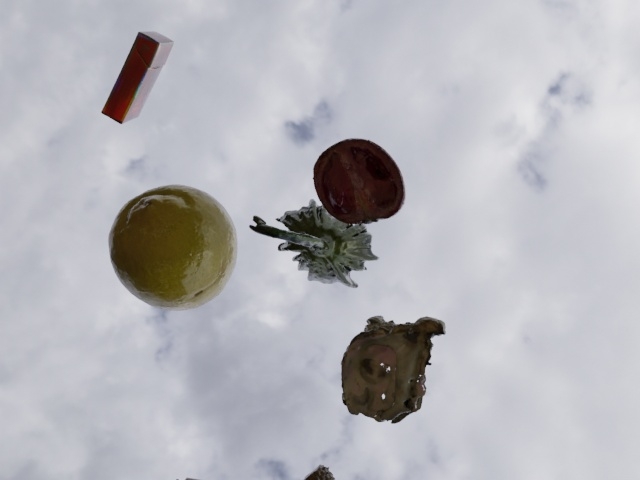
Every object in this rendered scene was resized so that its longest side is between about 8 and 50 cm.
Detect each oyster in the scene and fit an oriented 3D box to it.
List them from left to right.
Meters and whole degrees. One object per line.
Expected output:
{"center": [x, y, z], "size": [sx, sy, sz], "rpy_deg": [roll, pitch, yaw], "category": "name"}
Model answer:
{"center": [0.117, 0.187, 0.997], "size": [0.191, 0.081, 0.163], "rpy_deg": [-32, -108, 23], "category": "oyster"}

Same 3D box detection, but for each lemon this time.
{"center": [-0.375, 0.023, 1.681], "size": [0.348, 0.348, 0.348], "rpy_deg": [-5, -102, 27], "category": "lemon"}

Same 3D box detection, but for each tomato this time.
{"center": [0.087, -0.123, 1.289], "size": [0.189, 0.099, 0.173], "rpy_deg": [-10, -77, 29], "category": "tomato"}

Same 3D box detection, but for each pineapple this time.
{"center": [0.028, 0.572, 1.419], "size": [0.074, 0.074, 0.159], "rpy_deg": [-43, -103, 15], "category": "pineapple"}

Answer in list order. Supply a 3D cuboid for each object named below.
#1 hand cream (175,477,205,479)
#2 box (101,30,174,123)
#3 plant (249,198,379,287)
{"center": [-0.217, 0.560, 1.422], "size": [0.210, 0.043, 0.067], "rpy_deg": [14, -116, -8], "category": "hand cream"}
{"center": [-0.353, -0.318, 1.264], "size": [0.048, 0.112, 0.175], "rpy_deg": [30, -72, -7], "category": "box"}
{"center": [-0.010, 0.033, 1.346], "size": [0.251, 0.333, 0.180], "rpy_deg": [17, -74, 6], "category": "plant"}
